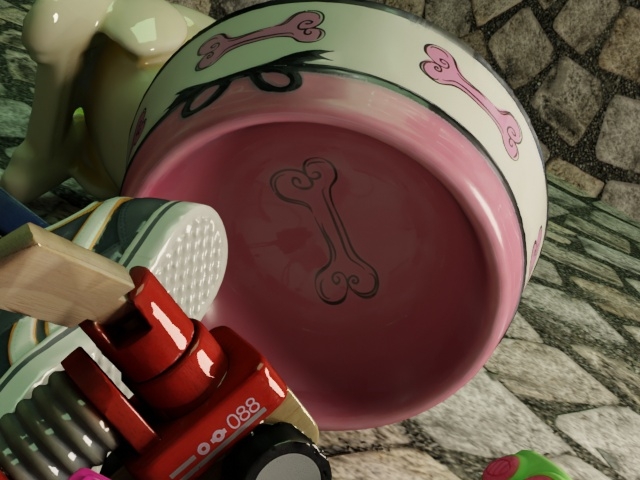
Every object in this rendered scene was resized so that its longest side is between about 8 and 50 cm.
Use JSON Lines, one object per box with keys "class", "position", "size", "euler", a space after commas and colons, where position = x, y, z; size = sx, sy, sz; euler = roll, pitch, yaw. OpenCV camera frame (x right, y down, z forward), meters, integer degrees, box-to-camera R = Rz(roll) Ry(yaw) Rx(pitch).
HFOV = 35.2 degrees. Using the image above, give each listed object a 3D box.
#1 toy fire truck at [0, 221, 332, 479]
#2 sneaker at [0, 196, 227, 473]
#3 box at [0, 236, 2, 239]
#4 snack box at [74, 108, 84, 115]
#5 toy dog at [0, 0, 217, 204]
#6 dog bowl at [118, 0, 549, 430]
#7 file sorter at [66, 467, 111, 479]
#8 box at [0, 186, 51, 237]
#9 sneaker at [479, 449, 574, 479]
{"class": "toy fire truck", "position": [-0.134, 0.102, 0.531], "size": [0.246, 0.217, 0.158], "euler": [56, -14, -26]}
{"class": "sneaker", "position": [-0.193, 0.089, 0.729], "size": [0.128, 0.126, 0.321], "euler": [8, 42, 25]}
{"class": "box", "position": [-0.388, 0.001, 0.908], "size": [0.184, 0.045, 0.191], "euler": [10, 7, -41]}
{"class": "snack box", "position": [-0.317, -0.165, 1.504], "size": [0.207, 0.070, 0.174], "euler": [17, 18, -23]}
{"class": "toy dog", "position": [-0.109, -0.094, 1.189], "size": [0.408, 0.284, 0.395], "euler": [31, 27, 13]}
{"class": "dog bowl", "position": [0.000, 0.000, 0.908], "size": [0.408, 0.408, 0.150], "euler": [21, 33, -3]}
{"class": "file sorter", "position": [-0.036, 0.264, 0.383], "size": [0.291, 0.182, 0.202], "euler": [25, 17, 7]}
{"class": "box", "position": [-0.274, 0.006, 0.991], "size": [0.225, 0.036, 0.136], "euler": [34, -16, 30]}
{"class": "sneaker", "position": [0.212, 0.319, 0.609], "size": [0.202, 0.185, 0.483], "euler": [33, 13, -33]}
